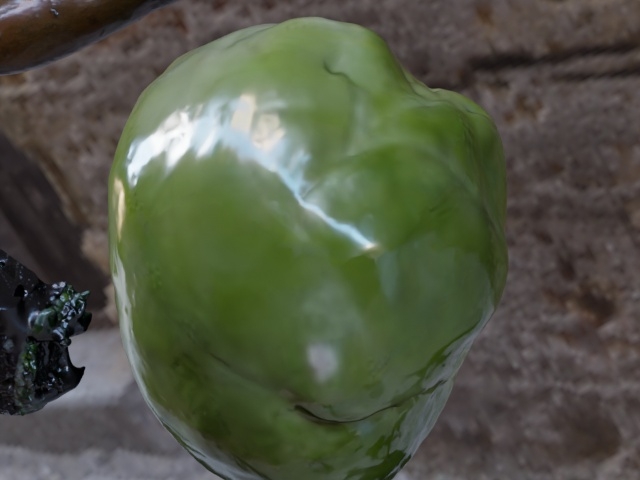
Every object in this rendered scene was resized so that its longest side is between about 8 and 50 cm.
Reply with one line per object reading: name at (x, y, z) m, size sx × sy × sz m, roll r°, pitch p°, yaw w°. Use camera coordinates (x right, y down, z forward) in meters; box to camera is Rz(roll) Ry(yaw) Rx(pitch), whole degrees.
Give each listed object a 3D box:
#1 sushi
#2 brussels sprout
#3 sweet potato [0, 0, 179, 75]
sushi at (-0.172, 0.055, 0.945) m, size 0.085 × 0.083 × 0.056 m, roll 21°, pitch 35°, yaw 9°
brussels sprout at (-0.003, -0.001, 1.045) m, size 0.243 × 0.273 × 0.316 m, roll 1°, pitch 63°, yaw 13°
sweet potato at (-0.144, -0.164, 1.155) m, size 0.265 × 0.057 × 0.057 m, roll -25°, pitch 21°, yaw -1°
